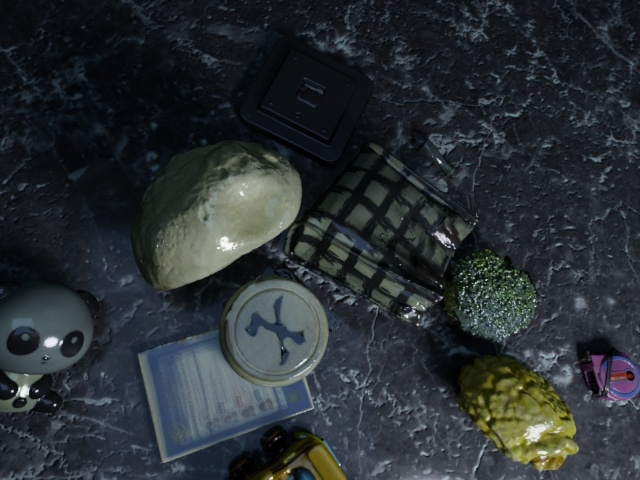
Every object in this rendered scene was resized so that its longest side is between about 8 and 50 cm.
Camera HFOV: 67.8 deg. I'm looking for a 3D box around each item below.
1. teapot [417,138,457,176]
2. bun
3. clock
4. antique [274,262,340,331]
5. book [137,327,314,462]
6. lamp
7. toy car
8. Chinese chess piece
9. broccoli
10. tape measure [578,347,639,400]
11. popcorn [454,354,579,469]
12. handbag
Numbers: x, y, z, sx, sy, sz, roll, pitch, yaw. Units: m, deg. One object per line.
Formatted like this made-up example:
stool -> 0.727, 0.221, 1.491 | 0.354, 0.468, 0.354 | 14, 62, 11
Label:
teapot -> 0.302, -0.209, 1.226 | 0.110, 0.043, 0.043 | 42, 72, -2
bun -> -0.216, -0.062, 0.936 | 0.227, 0.352, 0.349 | 58, 34, -5
clock -> -0.028, -0.353, 1.185 | 0.278, 0.049, 0.273 | 25, 73, -5
antique -> -0.029, 0.129, 1.080 | 0.031, 0.015, 0.192 | -43, 88, -18
book -> -0.195, 0.295, 1.001 | 0.322, 0.018, 0.228 | -14, 78, -15
lamp -> -0.532, 0.192, 0.874 | 0.197, 0.198, 0.244 | 17, 89, -8
toy car -> -0.066, 0.490, 0.914 | 0.248, 0.142, 0.200 | -37, 85, -20
Chinese chess piece -> -0.100, 0.186, 0.994 | 0.237, 0.092, 0.238 | 3, 75, -10
broccoli -> 0.389, 0.129, 1.089 | 0.198, 0.226, 0.176 | -53, 55, 20
tape measure -> 0.708, 0.326, 1.162 | 0.118, 0.074, 0.125 | -2, 72, -7
popcorn -> 0.425, 0.374, 1.010 | 0.286, 0.225, 0.174 | 41, 104, -2
handbag -> 0.141, -0.020, 1.027 | 0.327, 0.162, 0.325 | 33, 53, 6
